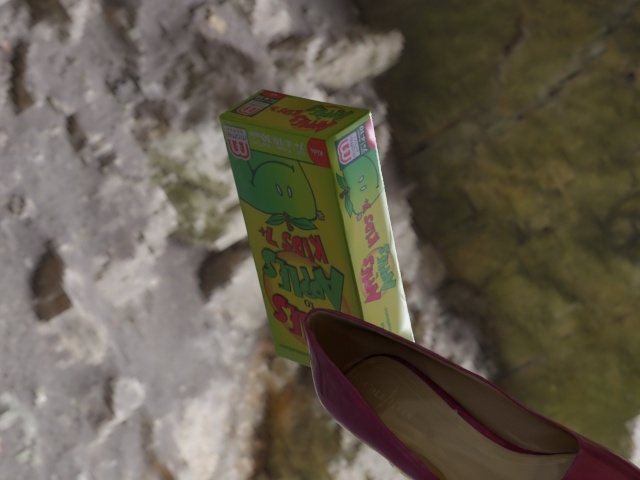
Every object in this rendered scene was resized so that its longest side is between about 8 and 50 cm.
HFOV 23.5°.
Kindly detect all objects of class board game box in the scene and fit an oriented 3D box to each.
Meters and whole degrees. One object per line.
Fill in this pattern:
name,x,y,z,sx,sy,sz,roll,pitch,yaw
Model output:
board game box,0.000,0.000,0.977,0.043,0.092,0.181,-36,126,-37

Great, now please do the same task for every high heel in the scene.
high heel,0.083,0.101,0.831,0.117,0.082,0.244,53,-15,-30
